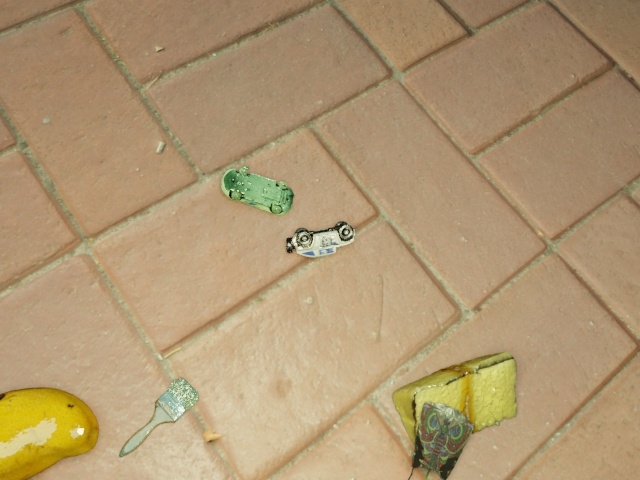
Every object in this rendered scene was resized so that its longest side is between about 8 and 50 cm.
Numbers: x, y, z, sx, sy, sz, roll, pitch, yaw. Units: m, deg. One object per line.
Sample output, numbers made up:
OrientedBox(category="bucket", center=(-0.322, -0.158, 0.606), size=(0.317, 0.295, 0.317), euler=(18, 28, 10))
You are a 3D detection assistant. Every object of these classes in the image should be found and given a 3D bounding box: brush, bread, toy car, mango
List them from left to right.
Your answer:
OrientedBox(category="mango", center=(-0.582, 0.379, 1.054), size=(0.295, 0.120, 0.176), euler=(-7, 61, -13))
OrientedBox(category="brush", center=(-0.345, 0.378, 1.141), size=(0.070, 0.021, 0.196), euler=(41, 68, 11))
OrientedBox(category="toy car", center=(-0.159, -0.123, 1.364), size=(0.186, 0.058, 0.093), euler=(18, 64, -14))
OrientedBox(category="toy car", center=(0.000, 0.000, 1.320), size=(0.171, 0.080, 0.070), euler=(-10, 100, -6))
OrientedBox(category="bread", center=(0.304, 0.338, 1.216), size=(0.266, 0.178, 0.141), euler=(-15, 39, -17))

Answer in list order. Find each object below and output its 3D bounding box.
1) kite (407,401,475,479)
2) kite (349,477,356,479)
OrientedBox(category="kite", center=(0.227, 0.484, 1.131), size=(0.152, 0.015, 0.285), euler=(29, 79, -22))
OrientedBox(category="kite", center=(0.075, 0.619, 1.109), size=(0.230, 0.012, 0.249), euler=(2, 68, -7))
